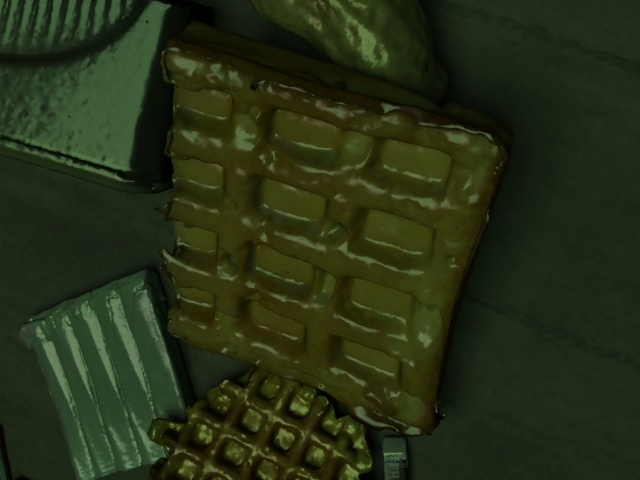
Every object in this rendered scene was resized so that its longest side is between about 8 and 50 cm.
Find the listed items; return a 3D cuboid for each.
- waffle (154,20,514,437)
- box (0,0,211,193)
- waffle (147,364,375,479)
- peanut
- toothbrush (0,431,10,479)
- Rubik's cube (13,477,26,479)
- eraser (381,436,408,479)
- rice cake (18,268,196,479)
[{"bbox_3d":[0.000,0.000,0.964,0.304,0.077,0.348,19,130,12],"label":"waffle"},{"bbox_3d":[-0.242,-0.166,1.023,0.274,0.138,0.178,17,103,6],"label":"box"},{"bbox_3d":[-0.057,0.247,1.078,0.243,0.059,0.238,-22,77,6],"label":"waffle"},{"bbox_3d":[0.009,-0.210,0.934,0.123,0.123,0.257,-33,93,24],"label":"peanut"},{"bbox_3d":[-0.361,0.304,1.256,0.019,0.013,0.193,4,106,27],"label":"toothbrush"},{"bbox_3d":[-0.220,0.361,1.201,0.234,0.284,0.250,-16,65,3],"label":"Rubik's cube"},{"bbox_3d":[0.075,0.244,1.084,0.027,0.019,0.099,-3,104,5],"label":"eraser"},{"bbox_3d":[-0.219,0.148,1.152,0.189,0.037,0.198,-21,96,23],"label":"rice cake"}]
